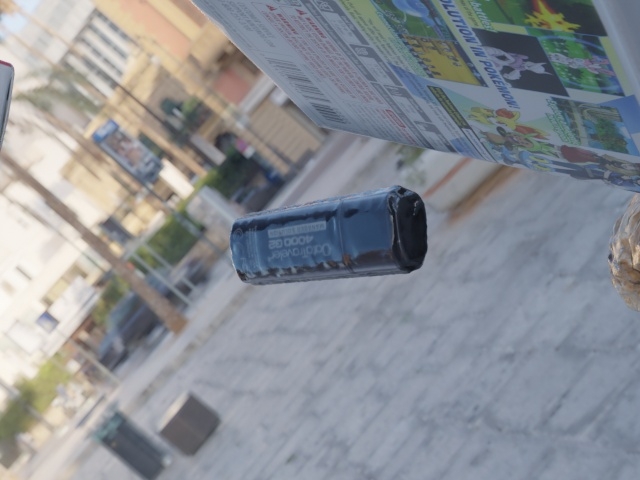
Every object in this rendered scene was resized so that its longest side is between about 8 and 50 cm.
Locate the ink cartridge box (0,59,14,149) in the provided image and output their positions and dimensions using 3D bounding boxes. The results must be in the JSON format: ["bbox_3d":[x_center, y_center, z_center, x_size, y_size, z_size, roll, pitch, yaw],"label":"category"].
[{"bbox_3d":[-0.550,-0.163,1.377,0.306,0.226,0.131,-9,73,48],"label":"ink cartridge box"}]

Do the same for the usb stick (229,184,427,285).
[{"bbox_3d":[0.000,0.000,1.058,0.045,0.077,0.278,-8,0,-36],"label":"usb stick"}]

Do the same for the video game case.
[{"bbox_3d":[0.054,-0.125,0.658,0.329,0.300,0.036,39,-110,-56],"label":"video game case"}]

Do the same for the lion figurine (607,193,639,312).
[{"bbox_3d":[0.287,0.007,0.707,0.240,0.142,0.392,-29,1,20],"label":"lion figurine"}]
